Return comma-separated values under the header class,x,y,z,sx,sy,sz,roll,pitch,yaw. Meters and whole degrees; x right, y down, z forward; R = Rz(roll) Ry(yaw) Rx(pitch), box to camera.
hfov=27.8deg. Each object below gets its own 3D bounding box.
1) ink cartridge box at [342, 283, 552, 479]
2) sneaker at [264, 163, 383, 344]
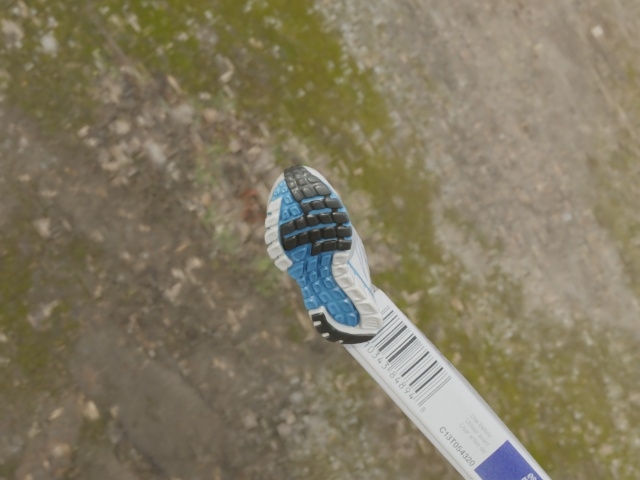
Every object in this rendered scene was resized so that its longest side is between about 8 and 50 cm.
class,x,y,z,sx,sy,sz,roll,pitch,yaw
ink cartridge box,0.121,0.164,1.351,0.324,0.071,0.330,48,0,-9
sneaker,0.000,0.000,1.075,0.083,0.071,0.191,-93,168,-45
